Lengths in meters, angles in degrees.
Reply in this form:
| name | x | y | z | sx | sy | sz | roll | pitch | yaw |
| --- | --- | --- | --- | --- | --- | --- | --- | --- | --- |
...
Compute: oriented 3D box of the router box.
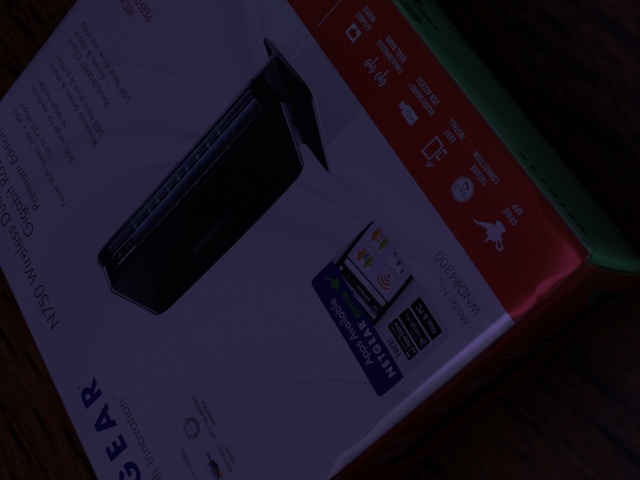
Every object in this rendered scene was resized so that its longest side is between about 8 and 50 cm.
| name | x | y | z | sx | sy | sz | roll | pitch | yaw |
| --- | --- | --- | --- | --- | --- | --- | --- | --- | --- |
| router box | -0.042 | -0.017 | 0.576 | 0.301 | 0.082 | 0.335 | -45 | 62 | 23 |
